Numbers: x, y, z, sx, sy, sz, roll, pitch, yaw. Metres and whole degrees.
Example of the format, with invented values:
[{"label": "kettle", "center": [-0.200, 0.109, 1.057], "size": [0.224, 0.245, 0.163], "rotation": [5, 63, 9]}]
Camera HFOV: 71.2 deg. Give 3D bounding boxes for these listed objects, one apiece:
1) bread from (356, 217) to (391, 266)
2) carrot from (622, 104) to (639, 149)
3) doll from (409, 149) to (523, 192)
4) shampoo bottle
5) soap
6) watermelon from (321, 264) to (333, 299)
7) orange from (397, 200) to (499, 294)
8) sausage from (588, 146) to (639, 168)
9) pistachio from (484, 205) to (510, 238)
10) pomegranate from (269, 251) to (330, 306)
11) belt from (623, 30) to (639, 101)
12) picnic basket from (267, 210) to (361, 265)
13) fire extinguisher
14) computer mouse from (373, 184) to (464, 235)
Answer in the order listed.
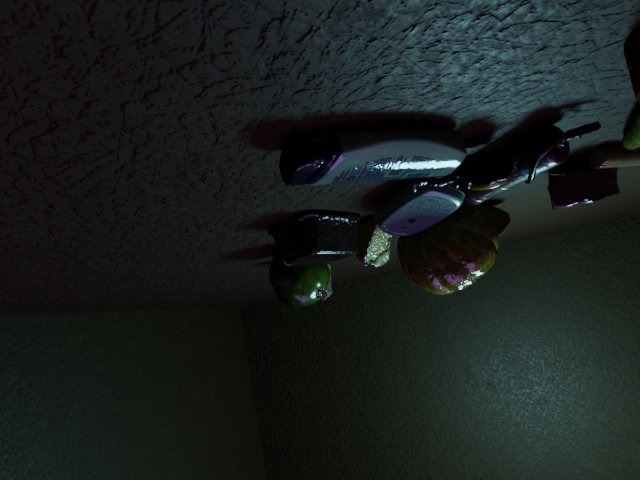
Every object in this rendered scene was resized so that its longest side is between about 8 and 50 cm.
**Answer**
[{"label": "bread", "center": [0.197, 0.005, 1.556], "size": [0.140, 0.159, 0.169], "rotation": [-2, 166, -39]}, {"label": "carrot", "center": [0.749, -0.264, 1.033], "size": [0.074, 0.074, 0.359], "rotation": [-16, 170, 22]}, {"label": "doll", "center": [0.323, -0.155, 1.007], "size": [0.249, 0.126, 0.088], "rotation": [-9, 150, 6]}, {"label": "shampoo bottle", "center": [0.108, -0.163, 0.853], "size": [0.360, 0.078, 0.134], "rotation": [-7, 163, -22]}, {"label": "soap", "center": [0.824, -0.169, 1.393], "size": [0.289, 0.112, 0.182], "rotation": [-11, -177, -32]}, {"label": "watermelon", "center": [-0.041, 0.175, 2.068], "size": [0.148, 0.226, 0.318], "rotation": [-44, 170, 17]}, {"label": "orange", "center": [0.389, 0.008, 1.407], "size": [0.249, 0.329, 0.329], "rotation": [40, 140, -26]}, {"label": "sausage", "center": [0.904, -0.247, 1.291], "size": [0.302, 0.065, 0.066], "rotation": [-6, 167, -18]}, {"label": "pistachio", "center": [0.594, -0.059, 1.697], "size": [0.213, 0.162, 0.261], "rotation": [27, -142, 36]}, {"label": "pomegranate", "center": [-0.091, 0.131, 1.751], "size": [0.254, 0.270, 0.254], "rotation": [-36, 153, -22]}, {"label": "belt", "center": [0.605, -0.286, 0.681], "size": [0.262, 0.105, 0.184], "rotation": [-10, 171, -11]}, {"label": "picnic basket", "center": [0.000, 0.000, 1.416], "size": [0.223, 0.129, 0.297], "rotation": [-22, 166, 38]}, {"label": "fire extinguisher", "center": [0.483, -0.186, 1.067], "size": [0.142, 0.105, 0.341], "rotation": [-24, 176, -27]}, {"label": "computer mouse", "center": [0.266, -0.102, 1.259], "size": [0.160, 0.096, 0.288], "rotation": [15, 151, -21]}]
